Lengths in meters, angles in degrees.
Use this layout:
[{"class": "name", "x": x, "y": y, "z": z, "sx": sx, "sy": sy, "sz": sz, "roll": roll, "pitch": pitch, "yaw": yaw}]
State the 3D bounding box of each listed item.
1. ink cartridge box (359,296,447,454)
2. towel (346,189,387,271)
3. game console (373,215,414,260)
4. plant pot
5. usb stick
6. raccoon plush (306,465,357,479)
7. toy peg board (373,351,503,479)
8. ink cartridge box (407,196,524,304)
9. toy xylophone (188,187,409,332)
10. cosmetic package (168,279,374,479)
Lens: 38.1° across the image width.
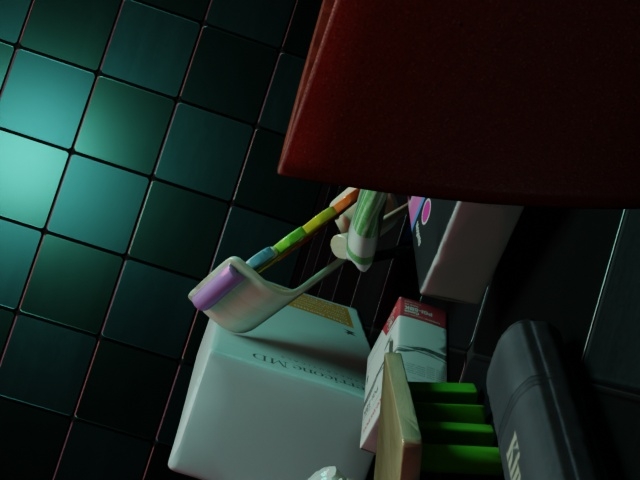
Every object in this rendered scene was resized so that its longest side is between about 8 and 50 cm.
[{"class": "ink cartridge box", "x": 0.085, "y": 0.140, "z": 0.936, "sx": 0.135, "sy": 0.056, "sz": 0.099, "roll": -80, "pitch": 10, "yaw": -55}, {"class": "towel", "x": 0.097, "y": -0.154, "z": 0.954, "sx": 0.248, "sy": 0.038, "sz": 0.325, "roll": -70, "pitch": -1, "yaw": -57}, {"class": "game console", "x": 0.097, "y": -0.013, "z": 1.229, "sx": 0.122, "sy": 0.107, "sz": 0.071, "roll": 145, "pitch": 114, "yaw": -81}, {"class": "plant pot", "x": 0.142, "y": -0.167, "z": 0.457, "sx": 0.267, "sy": 0.235, "sz": 0.267, "roll": -81, "pitch": 10, "yaw": -54}, {"class": "usb stick", "x": 0.134, "y": 0.142, "z": 0.532, "sx": 0.278, "sy": 0.045, "sz": 0.077, "roll": -84, "pitch": 14, "yaw": -62}, {"class": "raccoon plush", "x": -0.042, "y": 0.449, "z": 0.755, "sx": 0.446, "sy": 0.299, "sz": 0.216, "roll": -41, "pitch": 4, "yaw": -10}, {"class": "toy peg board", "x": 0.089, "y": 0.195, "z": 0.740, "sx": 0.161, "sy": 0.079, "sz": 0.161, "roll": -91, "pitch": 4, "yaw": -74}, {"class": "ink cartridge box", "x": 0.154, "y": -0.141, "z": 0.751, "sx": 0.176, "sy": 0.069, "sz": 0.371, "roll": -90, "pitch": 15, "yaw": -52}, {"class": "toy xylophone", "x": 0.000, "y": 0.000, "z": 1.148, "sx": 0.236, "sy": 0.081, "sz": 0.322, "roll": -38, "pitch": -3, "yaw": 37}, {"class": "cosmetic package", "x": -0.057, "y": 0.187, "z": 1.278, "sx": 0.453, "sy": 0.230, "sz": 0.162, "roll": -108, "pitch": 37, "yaw": -79}]
